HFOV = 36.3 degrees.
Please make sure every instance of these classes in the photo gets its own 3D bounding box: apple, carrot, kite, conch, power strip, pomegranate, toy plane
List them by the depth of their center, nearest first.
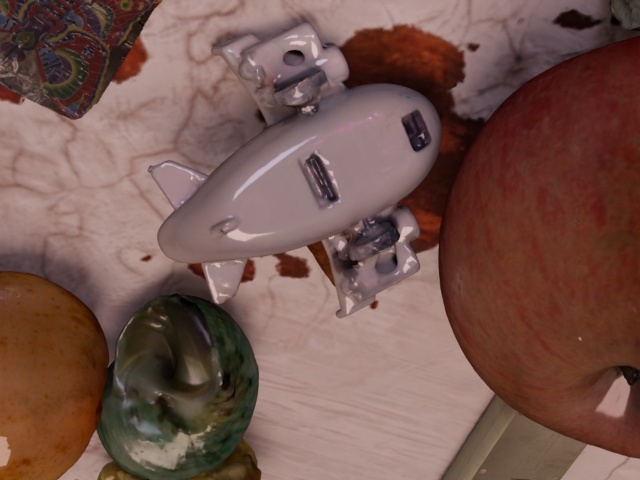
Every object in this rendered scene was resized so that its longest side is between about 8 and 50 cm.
[{"bbox_3d":[-0.155,-0.204,0.710,0.285,0.015,0.152,-34,129,26],"label":"kite"},{"bbox_3d":[0.249,0.021,0.742,0.344,0.270,0.345,-3,153,-2],"label":"apple"},{"bbox_3d":[-0.017,-0.049,0.777,0.244,0.117,0.245,-1,97,-12],"label":"toy plane"},{"bbox_3d":[-0.288,0.127,0.865,0.207,0.207,0.207,-2,132,-3],"label":"pomegranate"},{"bbox_3d":[0.001,0.000,0.888,0.035,0.036,0.165,-21,131,14],"label":"carrot"},{"bbox_3d":[-0.142,0.143,0.946,0.188,0.122,0.176,-30,106,18],"label":"conch"},{"bbox_3d":[0.222,0.256,1.125,0.117,0.046,0.270,9,129,-16],"label":"power strip"}]

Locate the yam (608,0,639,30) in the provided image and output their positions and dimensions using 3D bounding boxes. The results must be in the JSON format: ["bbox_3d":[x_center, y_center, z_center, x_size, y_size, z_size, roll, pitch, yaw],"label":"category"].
[{"bbox_3d":[0.347,-0.204,0.693,0.259,0.106,0.106,-3,132,-2],"label":"yam"}]

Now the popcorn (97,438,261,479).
[{"bbox_3d":[-0.143,0.295,1.041,0.187,0.186,0.167,9,155,-27],"label":"popcorn"}]
